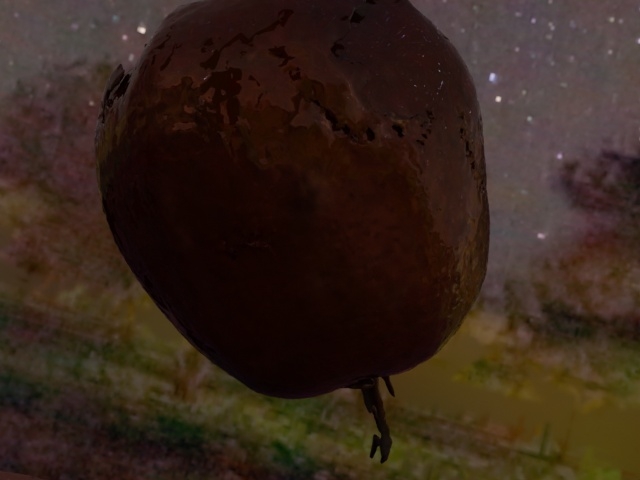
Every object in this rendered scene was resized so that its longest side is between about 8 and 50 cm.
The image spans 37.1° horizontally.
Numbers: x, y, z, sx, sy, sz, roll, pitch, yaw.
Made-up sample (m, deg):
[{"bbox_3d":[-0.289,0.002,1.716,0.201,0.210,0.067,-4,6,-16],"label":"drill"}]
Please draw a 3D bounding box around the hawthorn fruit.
[{"bbox_3d":[0.000,0.000,0.531,0.211,0.299,0.211,-18,15,5],"label":"hawthorn fruit"}]

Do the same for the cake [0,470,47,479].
[{"bbox_3d":[-0.383,0.292,1.020,0.225,0.109,0.090,18,21,9],"label":"cake"}]
